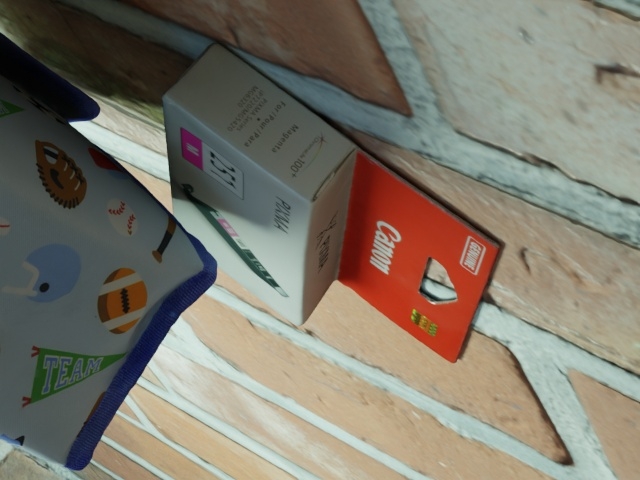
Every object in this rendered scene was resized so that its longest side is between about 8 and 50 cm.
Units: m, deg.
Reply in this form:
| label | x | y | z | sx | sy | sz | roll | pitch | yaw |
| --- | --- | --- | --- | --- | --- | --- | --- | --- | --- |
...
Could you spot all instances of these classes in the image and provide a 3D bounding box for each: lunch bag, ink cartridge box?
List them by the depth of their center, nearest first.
| label | x | y | z | sx | sy | sz | roll | pitch | yaw |
| --- | --- | --- | --- | --- | --- | --- | --- | --- | --- |
| ink cartridge box | 0.000 | 0.000 | 1.350 | 0.239 | 0.060 | 0.275 | 37 | 163 | 11 |
| lunch bag | -0.307 | -0.058 | 1.381 | 0.328 | 0.239 | 0.385 | 33 | -174 | -41 |
